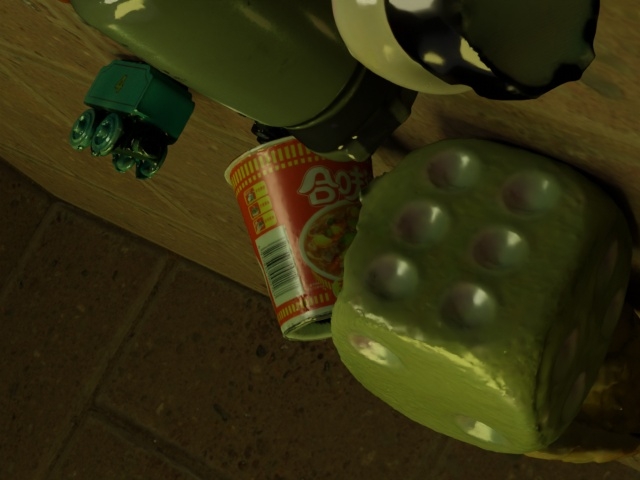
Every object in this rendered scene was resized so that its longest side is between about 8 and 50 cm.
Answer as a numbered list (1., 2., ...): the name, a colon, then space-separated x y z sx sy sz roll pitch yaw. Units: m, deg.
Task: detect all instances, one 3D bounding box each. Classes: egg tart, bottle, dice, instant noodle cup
1. egg tart: 0.282 0.120 1.662 0.345 0.132 0.345 13 -146 -9
2. bottle: -0.049 -0.186 1.198 0.168 0.168 0.347 19 171 47
3. dice: 0.169 0.060 1.445 0.254 0.252 0.250 18 154 26
4. instant noodle cup: 0.000 0.000 1.613 0.193 0.212 0.193 -12 164 -3

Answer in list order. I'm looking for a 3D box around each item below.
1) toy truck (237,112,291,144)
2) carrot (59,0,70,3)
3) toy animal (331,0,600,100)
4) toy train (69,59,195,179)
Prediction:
1. toy truck: -0.034 -0.146 1.618 0.088 0.074 0.202 22 169 16
2. carrot: -0.282 -0.327 1.479 0.061 0.061 0.257 28 164 7
3. toy animal: 0.091 -0.178 0.915 0.138 0.166 0.179 -5 -170 -34
4. toy train: -0.265 -0.172 1.920 0.107 0.154 0.198 32 172 -35
